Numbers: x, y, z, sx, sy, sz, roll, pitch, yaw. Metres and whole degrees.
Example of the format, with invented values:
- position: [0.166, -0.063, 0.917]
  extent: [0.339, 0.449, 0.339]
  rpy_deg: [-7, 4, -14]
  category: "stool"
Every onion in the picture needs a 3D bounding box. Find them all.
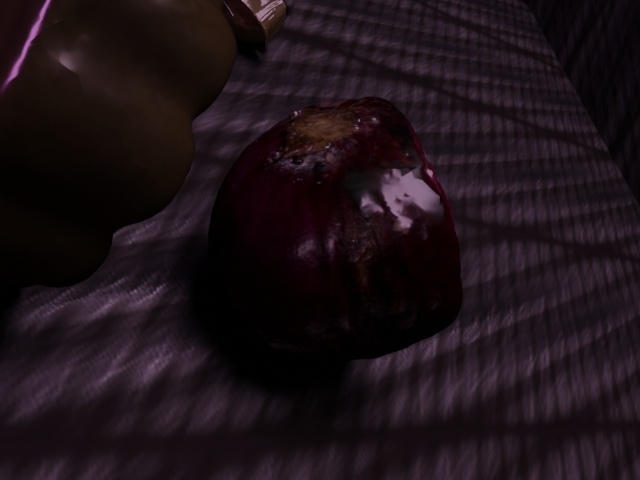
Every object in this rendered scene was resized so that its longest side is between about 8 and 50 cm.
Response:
- position: [0.000, 0.000, 1.171]
  extent: [0.336, 0.260, 0.281]
  rpy_deg: [-118, -170, -51]
  category: "onion"

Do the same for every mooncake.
- position: [-0.245, -0.135, 0.920]
  extent: [0.201, 0.378, 0.378]
  rpy_deg: [28, 30, -38]
  category: "mooncake"

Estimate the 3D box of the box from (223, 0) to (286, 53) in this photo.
- position: [-0.138, -0.399, 1.736]
  extent: [0.177, 0.111, 0.111]
  rpy_deg: [47, 27, 11]
  category: "box"
